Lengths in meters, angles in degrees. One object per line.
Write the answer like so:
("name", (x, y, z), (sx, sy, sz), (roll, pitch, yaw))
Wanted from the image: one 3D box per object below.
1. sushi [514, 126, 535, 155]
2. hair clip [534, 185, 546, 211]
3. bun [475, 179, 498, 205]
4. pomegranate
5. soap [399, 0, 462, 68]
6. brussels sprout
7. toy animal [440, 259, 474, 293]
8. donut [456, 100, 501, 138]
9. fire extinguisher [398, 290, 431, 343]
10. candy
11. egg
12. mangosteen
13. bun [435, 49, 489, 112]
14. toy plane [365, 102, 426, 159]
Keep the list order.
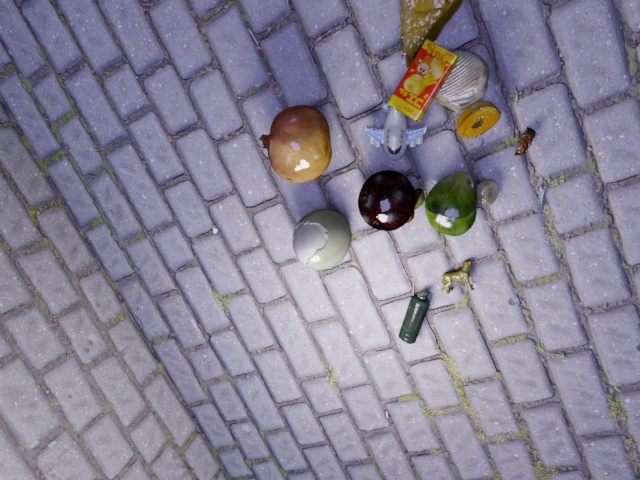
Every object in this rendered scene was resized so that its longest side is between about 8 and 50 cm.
("sushi", (0.850, -0.410, 1.693), (0.055, 0.052, 0.120), (22, 113, 8))
("hair clip", (0.954, -0.178, 1.754), (0.030, 0.039, 0.115), (3, 107, 9))
("bun", (0.724, -0.211, 1.783), (0.069, 0.115, 0.115), (23, 117, 57))
("pomegranate", (-0.112, -0.428, 1.812), (0.338, 0.338, 0.338), (5, 110, 14))
("soap", (0.471, -0.866, 1.580), (0.305, 0.169, 0.338), (3, 110, 26))
("brussels sprout", (0.577, -0.162, 1.780), (0.219, 0.210, 0.271), (23, 93, 33))
("toy animal", (0.651, 0.178, 1.957), (0.181, 0.073, 0.136), (-15, 96, 33))
("donut", (0.643, -0.502, 1.675), (0.178, 0.162, 0.065), (-30, 57, 29))
("fire extinguisher", (0.483, 0.374, 2.045), (0.096, 0.114, 0.311), (6, 112, -17))
("candy", (0.401, -0.621, 1.591), (0.146, 0.088, 0.276), (35, 108, 14))
("egg", (0.000, 0.000, 1.933), (0.278, 0.336, 0.278), (8, 114, 19))
("mangosteen", (0.310, -0.175, 1.821), (0.288, 0.288, 0.287), (5, 110, 14))
("bun", (0.560, -0.643, 1.646), (0.239, 0.141, 0.239), (3, 100, 20))
("toy plane", (0.330, -0.486, 1.780), (0.267, 0.122, 0.266), (6, 113, 14))
